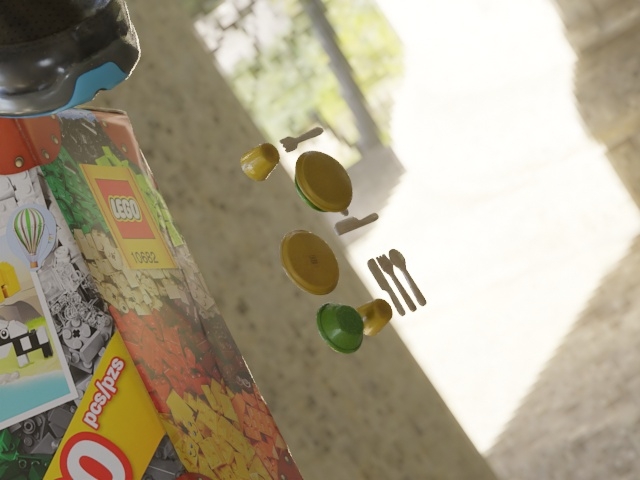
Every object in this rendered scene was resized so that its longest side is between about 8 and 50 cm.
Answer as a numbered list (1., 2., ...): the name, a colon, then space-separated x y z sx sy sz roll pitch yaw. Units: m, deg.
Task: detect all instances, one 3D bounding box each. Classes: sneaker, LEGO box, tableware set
1. sneaker: -0.223 -0.198 1.076 0.125 0.139 0.341 -29 54 -22
2. LEGO box: -0.309 0.174 1.493 0.500 0.372 0.193 -32 -12 21
3. tableware set: 0.000 0.000 1.244 0.104 0.154 0.024 -23 -11 -47
